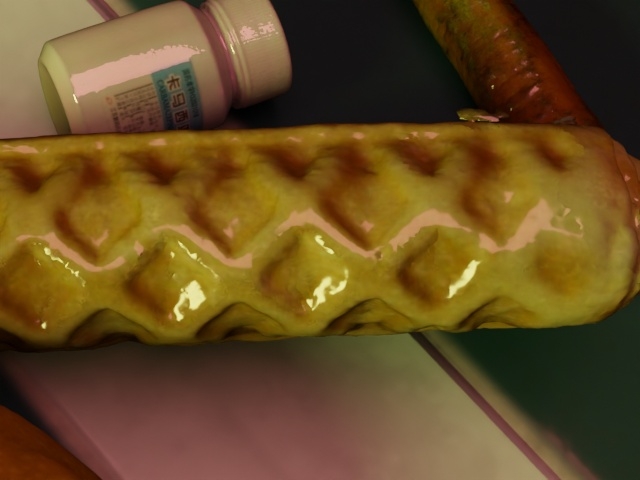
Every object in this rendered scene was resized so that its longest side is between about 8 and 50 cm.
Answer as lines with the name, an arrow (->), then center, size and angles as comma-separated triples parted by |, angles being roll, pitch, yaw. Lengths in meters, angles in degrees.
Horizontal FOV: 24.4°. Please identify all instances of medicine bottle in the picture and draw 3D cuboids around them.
medicine bottle -> -0.059, -0.064, 0.567 | 0.089, 0.052, 0.052 | -21, 69, -16

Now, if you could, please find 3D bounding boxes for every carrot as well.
carrot -> 0.074, -0.066, 0.595 | 0.042, 0.042, 0.171 | -23, 67, -17

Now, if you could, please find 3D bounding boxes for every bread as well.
bread -> -0.069, 0.002, 0.498 | 0.367, 0.077, 0.084 | -2, 44, -1

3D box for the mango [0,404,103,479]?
mango -> -0.223, 0.110, 0.417 | 0.359, 0.144, 0.187 | -10, 82, -19
